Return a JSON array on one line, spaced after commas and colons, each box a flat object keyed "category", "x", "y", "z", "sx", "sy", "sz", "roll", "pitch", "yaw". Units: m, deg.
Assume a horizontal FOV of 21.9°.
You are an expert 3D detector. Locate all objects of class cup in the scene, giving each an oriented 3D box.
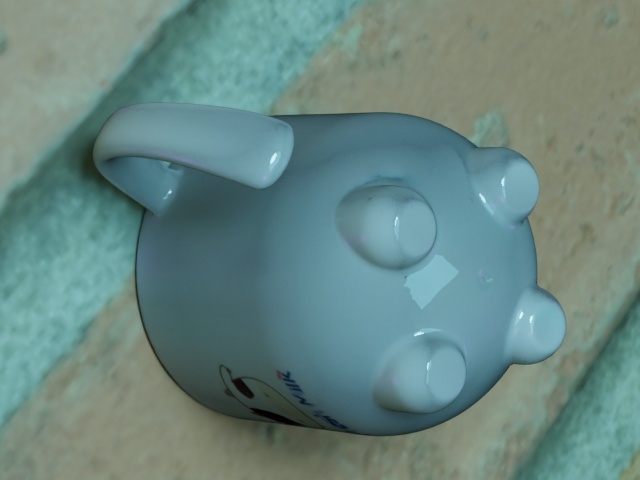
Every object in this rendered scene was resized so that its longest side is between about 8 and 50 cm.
[{"category": "cup", "x": 0.010, "y": -0.004, "z": 0.668, "sx": 0.134, "sy": 0.142, "sz": 0.174, "roll": -38, "pitch": 112, "yaw": -31}]
